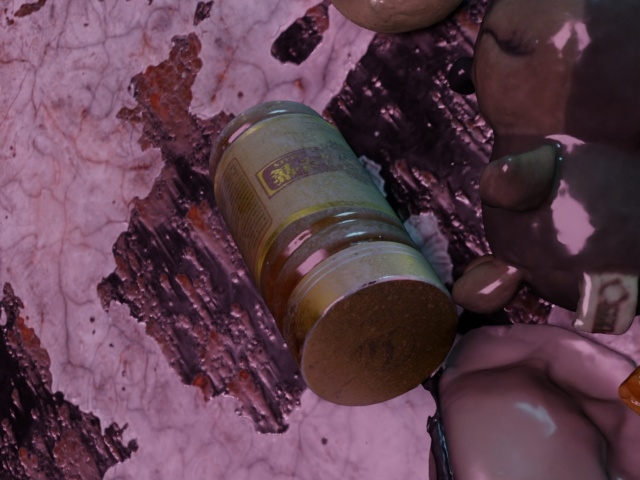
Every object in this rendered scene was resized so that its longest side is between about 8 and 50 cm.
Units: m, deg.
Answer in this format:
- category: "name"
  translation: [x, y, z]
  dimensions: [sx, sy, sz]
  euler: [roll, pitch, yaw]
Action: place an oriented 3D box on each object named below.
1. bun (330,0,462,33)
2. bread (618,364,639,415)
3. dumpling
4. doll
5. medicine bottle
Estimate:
- category: "bun"
  translation: [0.067, -0.302, 1.323]
  dimensions: [0.164, 0.111, 0.188]
  euler: [-46, 63, 24]
- category: "bread"
  translation: [0.322, 0.143, 1.087]
  dimensions: [0.132, 0.074, 0.053]
  euler: [33, 128, 18]
- category: "dumpling"
  translation: [0.189, 0.192, 1.133]
  dimensions: [0.204, 0.163, 0.293]
  euler: [-26, 52, 35]
- category: "doll"
  translation: [0.297, -0.103, 1.106]
  dimensions: [0.379, 0.252, 0.382]
  euler: [10, 91, 4]
- category: "medicine bottle"
  translation: [0.000, 0.000, 1.244]
  dimensions: [0.151, 0.151, 0.322]
  euler: [-51, 38, 17]
